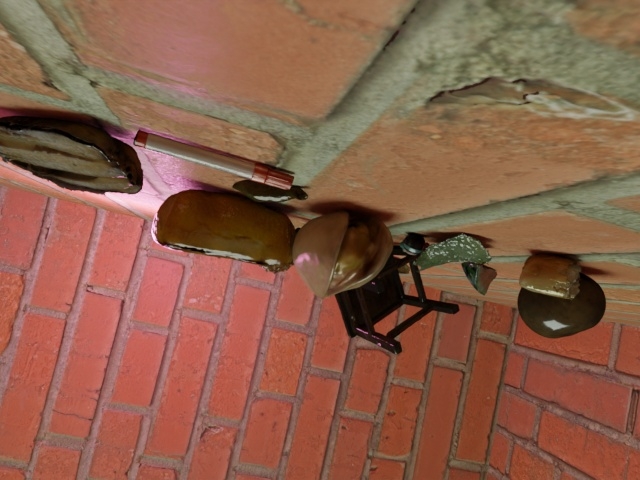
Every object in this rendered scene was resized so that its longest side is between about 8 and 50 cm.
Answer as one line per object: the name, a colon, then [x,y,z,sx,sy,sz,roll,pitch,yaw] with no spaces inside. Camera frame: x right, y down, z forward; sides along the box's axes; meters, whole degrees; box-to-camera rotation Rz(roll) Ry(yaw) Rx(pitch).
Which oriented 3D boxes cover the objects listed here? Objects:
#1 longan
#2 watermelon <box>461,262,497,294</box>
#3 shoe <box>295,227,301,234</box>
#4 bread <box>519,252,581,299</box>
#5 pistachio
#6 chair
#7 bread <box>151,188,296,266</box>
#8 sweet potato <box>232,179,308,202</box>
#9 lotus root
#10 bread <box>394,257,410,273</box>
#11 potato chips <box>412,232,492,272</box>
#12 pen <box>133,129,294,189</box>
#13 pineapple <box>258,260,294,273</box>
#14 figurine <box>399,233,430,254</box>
longan: [0.533,0.137,1.079,0.167,0.168,0.187,16,173,-27]
watermelon: [0.457,0.093,1.423,0.101,0.080,0.155,50,-163,28]
shoe: [0.000,0.000,1.319,0.112,0.099,0.227,42,-159,10]
bread: [0.459,0.067,0.963,0.106,0.082,0.125,21,-170,33]
pistachio: [0.037,0.032,1.011,0.187,0.188,0.299,14,170,-11]
chair: [0.130,0.132,1.338,0.240,0.203,0.416,-27,-164,-29]
bread: [-0.233,-0.034,1.204,0.336,0.148,0.328,12,179,-11]
sweet potato: [-0.088,-0.086,0.872,0.153,0.038,0.041,9,-163,18]
lotus root: [-0.427,-0.155,0.802,0.329,0.078,0.167,13,152,21]
bread: [0.274,0.093,1.784,0.135,0.054,0.154,16,179,-22]
potato chips: [0.281,0.032,1.040,0.166,0.059,0.228,-4,171,13]
pen: [-0.155,-0.119,0.726,0.238,0.028,0.028,14,174,-15]
pineapple: [-0.171,0.005,1.575,0.157,0.158,0.279,11,162,17]
figurine: [0.216,0.012,1.118,0.059,0.047,0.106,21,177,2]
